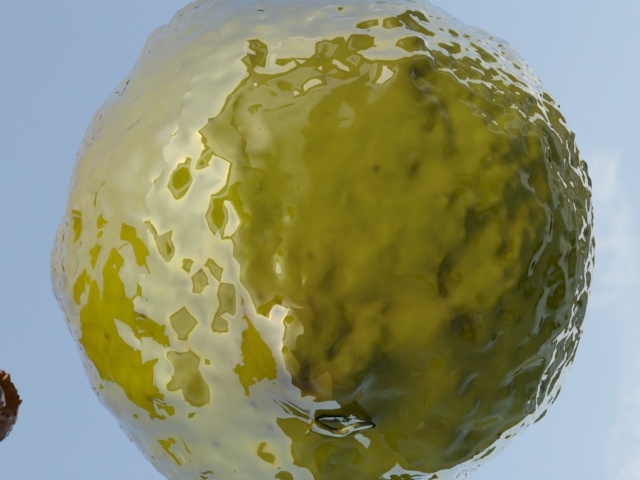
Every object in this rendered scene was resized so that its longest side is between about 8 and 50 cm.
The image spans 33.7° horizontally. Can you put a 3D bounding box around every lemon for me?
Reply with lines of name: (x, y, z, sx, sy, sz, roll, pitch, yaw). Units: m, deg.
lemon: (0.000, 0.000, 0.538, 0.268, 0.322, 0.268, -3, -66, -6)

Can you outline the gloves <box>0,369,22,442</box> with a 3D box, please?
gloves: (-0.221, 0.101, 0.449, 0.219, 0.140, 0.131, 42, -78, -12)
